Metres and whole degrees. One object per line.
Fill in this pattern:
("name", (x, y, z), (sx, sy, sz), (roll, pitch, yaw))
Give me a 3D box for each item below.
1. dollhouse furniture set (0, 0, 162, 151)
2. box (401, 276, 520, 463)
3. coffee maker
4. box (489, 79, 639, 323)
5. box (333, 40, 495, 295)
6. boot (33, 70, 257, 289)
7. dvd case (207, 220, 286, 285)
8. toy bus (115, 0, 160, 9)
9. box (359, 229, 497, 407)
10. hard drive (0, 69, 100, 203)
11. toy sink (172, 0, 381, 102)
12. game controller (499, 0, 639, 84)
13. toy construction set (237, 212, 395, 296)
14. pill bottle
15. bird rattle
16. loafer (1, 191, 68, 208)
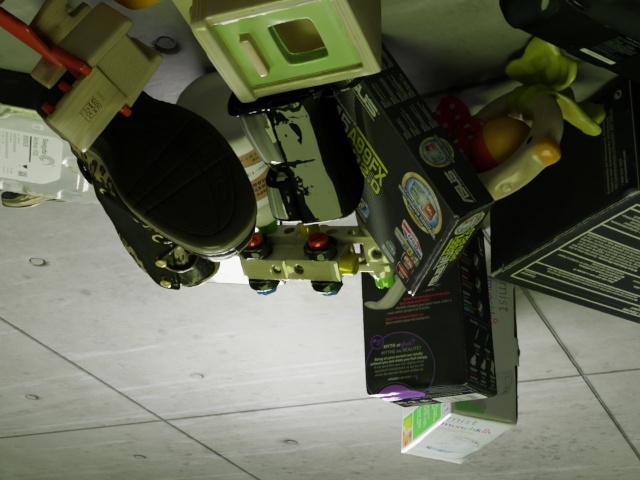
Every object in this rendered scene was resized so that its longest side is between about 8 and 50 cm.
("dollhouse furniture set", (-0.312, -0.220, 1.256), (0.259, 0.135, 0.262), (34, 172, 32))
("box", (0.242, 0.224, 1.992), (0.127, 0.262, 0.231), (11, 152, -12))
("coffee maker", (-0.008, -0.114, 1.385), (0.171, 0.120, 0.178), (8, 135, 37))
("box", (0.431, -0.041, 1.561), (0.296, 0.182, 0.294), (18, 148, -25))
("box", (0.092, -0.092, 1.445), (0.060, 0.270, 0.216), (-25, 161, -22))
("boot", (-0.186, -0.041, 1.436), (0.377, 0.138, 0.284), (34, 159, 32))
("dvd case", (-0.150, 0.008, 1.898), (0.180, 0.022, 0.253), (3, 151, 2))
("toy bus", (-0.117, -0.343, 1.135), (0.333, 0.130, 0.108), (-20, 142, 37))
("box", (0.164, 0.108, 1.760), (0.165, 0.270, 0.143), (-10, 162, 25))
("hard drive", (-0.465, -0.152, 1.606), (0.339, 0.064, 0.237), (9, 151, -11))
("toy sink", (-0.064, -0.252, 1.285), (0.234, 0.131, 0.153), (-8, 149, 17))
("game controller", (0.360, -0.241, 1.313), (0.319, 0.067, 0.166), (17, 170, -31))
("toy construction set", (0.000, 0.000, 1.688), (0.328, 0.215, 0.151), (-14, 115, 31))
("pill bottle", (-0.112, -0.114, 1.555), (0.131, 0.131, 0.229), (0, 151, 8))
("bird rattle", (0.216, -0.133, 1.423), (0.254, 0.207, 0.143), (-23, 124, 26))
("loafer", (-0.433, -0.079, 1.764), (0.125, 0.045, 0.039), (-6, 134, 5))
